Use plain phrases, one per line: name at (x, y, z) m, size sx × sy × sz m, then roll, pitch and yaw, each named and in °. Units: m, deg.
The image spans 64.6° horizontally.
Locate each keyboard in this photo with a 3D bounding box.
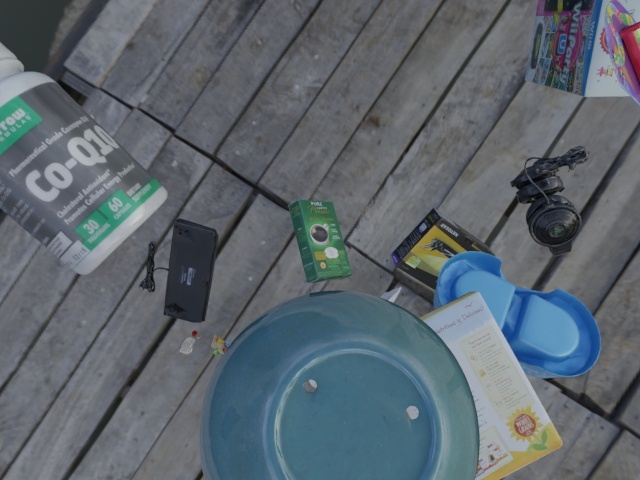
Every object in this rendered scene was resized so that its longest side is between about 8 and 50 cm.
keyboard at (-0.396, 0.083, 1.401) m, size 0.202 × 0.033 × 0.317 m, roll 15°, pitch 117°, yaw -1°

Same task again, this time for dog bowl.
dog bowl at (0.340, 0.139, 0.909) m, size 0.297 × 0.074 × 0.165 m, roll 27°, pitch 59°, yaw 8°

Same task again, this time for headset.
headset at (0.636, -0.115, 1.372) m, size 0.185 × 0.394 × 0.243 m, roll -21°, pitch 58°, yaw 20°

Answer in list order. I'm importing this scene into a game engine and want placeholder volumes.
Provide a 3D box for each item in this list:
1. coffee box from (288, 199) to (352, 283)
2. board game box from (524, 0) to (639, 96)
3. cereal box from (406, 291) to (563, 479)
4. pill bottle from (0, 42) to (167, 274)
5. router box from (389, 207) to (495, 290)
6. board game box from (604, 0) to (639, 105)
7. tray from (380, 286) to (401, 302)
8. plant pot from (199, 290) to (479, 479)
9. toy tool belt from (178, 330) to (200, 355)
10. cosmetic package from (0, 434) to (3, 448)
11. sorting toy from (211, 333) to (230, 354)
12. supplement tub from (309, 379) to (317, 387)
coffee box at (0.000, 0.000, 1.131) m, size 0.040 × 0.113 × 0.184 m, roll -27°, pitch 73°, yaw 43°
board game box at (0.549, -0.435, 1.063) m, size 0.098 × 0.303 × 0.223 m, roll -1°, pitch 113°, yaw -1°
cereal box at (0.203, 0.215, 0.719) m, size 0.173 × 0.047 × 0.240 m, roll -27°, pitch 83°, yaw 0°
pill bottle at (-0.445, -0.133, 0.811) m, size 0.204 × 0.204 × 0.361 m, roll -44°, pitch 106°, yaw 0°
router box at (0.451, 0.056, 1.867) m, size 0.309 × 0.081 × 0.243 m, roll 30°, pitch 112°, yaw -27°
board game box at (0.403, -0.224, 0.615) m, size 0.169 × 0.033 × 0.133 m, roll 22°, pitch 67°, yaw -33°
tray at (0.112, 0.227, 1.333) m, size 0.030 × 0.145 × 0.270 m, roll 37°, pitch 49°, yaw 19°
plant pot at (0.020, 0.172, 0.466) m, size 0.291 × 0.195 × 0.290 m, roll 1°, pitch 71°, yaw -2°
toy tool belt at (-0.426, 0.334, 1.644) m, size 0.052 × 0.051 × 0.083 m, roll 28°, pitch 63°, yaw -1°
cosmetic package at (-0.409, 0.201, 0.577) m, size 0.041 × 0.060 × 0.115 m, roll -19°, pitch 103°, yaw -21°
sorting toy at (-0.245, 0.269, 1.259) m, size 0.062 × 0.083 × 0.012 m, roll 41°, pitch 101°, yaw -14°
supplement tub at (0.015, 0.480, 1.823) m, size 0.107 × 0.071 × 0.070 m, roll -26°, pitch 79°, yaw 20°
